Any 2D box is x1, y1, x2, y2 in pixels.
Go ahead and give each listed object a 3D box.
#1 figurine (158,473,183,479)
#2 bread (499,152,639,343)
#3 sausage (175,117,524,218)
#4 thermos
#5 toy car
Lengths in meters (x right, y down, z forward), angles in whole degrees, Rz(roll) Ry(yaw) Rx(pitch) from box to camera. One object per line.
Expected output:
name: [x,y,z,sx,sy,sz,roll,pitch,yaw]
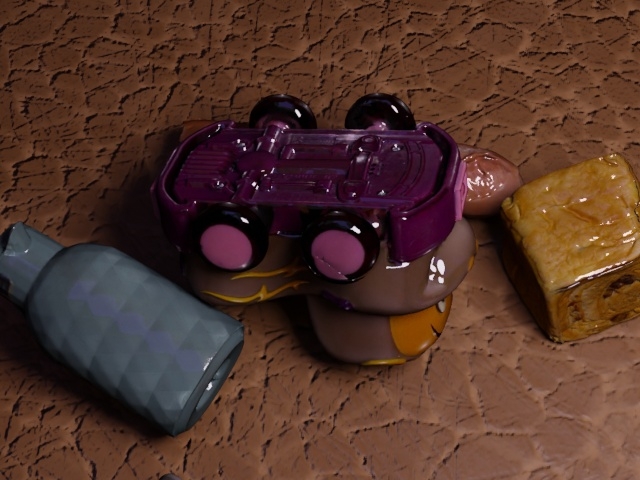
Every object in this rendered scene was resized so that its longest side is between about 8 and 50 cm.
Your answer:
figurine: [-0.257,0.375,1.374,0.380,0.203,0.248,-36,76,-29]
bread: [0.290,0.012,1.543,0.158,0.149,0.143,-15,57,-3]
sausage: [0.032,-0.084,1.651,0.419,0.094,0.094,6,40,10]
thermos: [-0.235,0.090,1.535,0.286,0.182,0.145,31,57,8]
toy car: [0.000,0.000,1.518,0.340,0.240,0.271,4,35,13]
